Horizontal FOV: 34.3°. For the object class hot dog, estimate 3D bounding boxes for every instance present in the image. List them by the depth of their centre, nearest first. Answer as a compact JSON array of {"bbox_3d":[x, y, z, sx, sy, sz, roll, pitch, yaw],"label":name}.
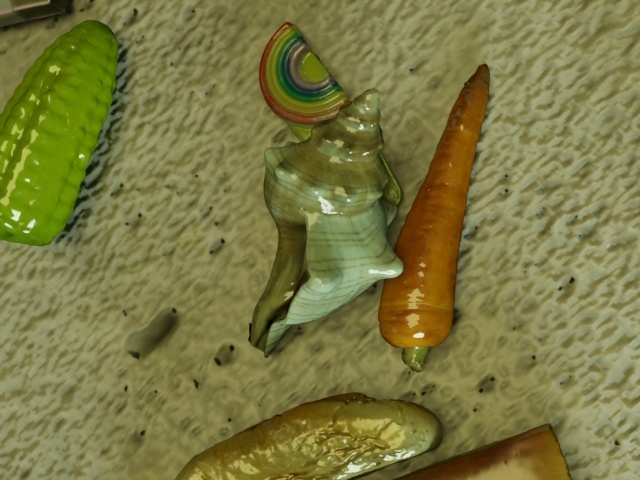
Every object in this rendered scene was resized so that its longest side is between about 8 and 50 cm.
[{"bbox_3d":[-0.023,0.172,0.821,0.242,0.084,0.073,-25,79,12],"label":"hot dog"}]

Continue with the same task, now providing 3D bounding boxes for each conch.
[{"bbox_3d":[0.013,-0.003,0.799,0.114,0.137,0.234,1,104,-12],"label":"conch"}]

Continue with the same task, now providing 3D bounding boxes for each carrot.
[{"bbox_3d":[0.093,-0.023,0.827,0.061,0.061,0.257,10,83,16],"label":"carrot"}]

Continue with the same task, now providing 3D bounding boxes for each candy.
[{"bbox_3d":[-0.235,-0.097,0.906,0.097,0.097,0.209,23,84,16],"label":"candy"}]

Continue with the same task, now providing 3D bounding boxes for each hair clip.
[{"bbox_3d":[0.004,-0.099,0.869,0.060,0.033,0.188,-39,76,11],"label":"hair clip"}]

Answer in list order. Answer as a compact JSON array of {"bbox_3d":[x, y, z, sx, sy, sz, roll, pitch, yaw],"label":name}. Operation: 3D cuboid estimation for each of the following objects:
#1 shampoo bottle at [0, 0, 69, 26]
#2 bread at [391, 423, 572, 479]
[{"bbox_3d":[-0.346,-0.234,0.965,0.227,0.056,0.086,-8,80,14],"label":"shampoo bottle"},{"bbox_3d":[0.034,0.266,0.798,0.361,0.077,0.138,-23,80,11],"label":"bread"}]
